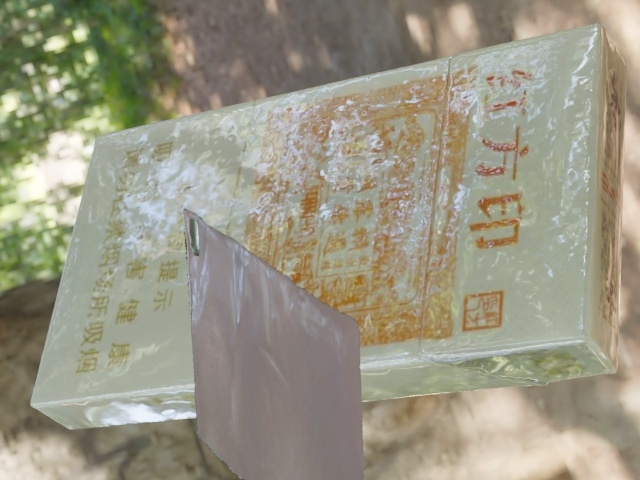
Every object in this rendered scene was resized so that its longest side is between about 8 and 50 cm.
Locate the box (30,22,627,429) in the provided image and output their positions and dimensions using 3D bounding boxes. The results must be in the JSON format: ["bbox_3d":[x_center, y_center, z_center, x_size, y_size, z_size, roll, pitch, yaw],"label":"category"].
[{"bbox_3d":[0.000,0.000,0.869,0.051,0.365,0.204,45,-135,-47],"label":"box"}]

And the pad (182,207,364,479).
[{"bbox_3d":[-0.021,0.060,0.589,0.188,0.006,0.113,-150,56,-63],"label":"pad"}]
